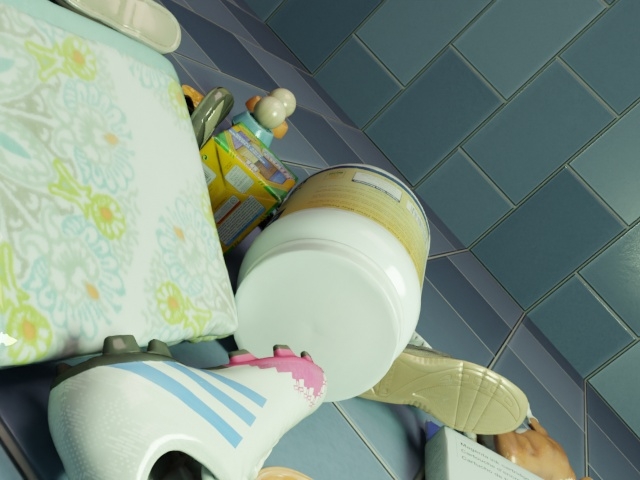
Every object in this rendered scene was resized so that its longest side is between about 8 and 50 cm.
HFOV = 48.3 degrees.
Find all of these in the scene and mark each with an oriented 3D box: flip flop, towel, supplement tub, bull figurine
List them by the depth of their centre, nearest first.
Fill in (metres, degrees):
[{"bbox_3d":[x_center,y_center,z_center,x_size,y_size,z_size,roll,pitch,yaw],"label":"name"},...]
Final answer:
[{"bbox_3d":[-0.221,-0.051,0.654,0.374,0.090,0.320,6,70,-66],"label":"towel"},{"bbox_3d":[0.022,0.043,0.936,0.228,0.228,0.316,45,23,-7],"label":"supplement tub"},{"bbox_3d":[-0.196,-0.150,0.949,0.080,0.112,0.277,41,-15,-20],"label":"flip flop"},{"bbox_3d":[0.362,0.375,1.267,0.310,0.101,0.188,31,20,-46],"label":"bull figurine"}]

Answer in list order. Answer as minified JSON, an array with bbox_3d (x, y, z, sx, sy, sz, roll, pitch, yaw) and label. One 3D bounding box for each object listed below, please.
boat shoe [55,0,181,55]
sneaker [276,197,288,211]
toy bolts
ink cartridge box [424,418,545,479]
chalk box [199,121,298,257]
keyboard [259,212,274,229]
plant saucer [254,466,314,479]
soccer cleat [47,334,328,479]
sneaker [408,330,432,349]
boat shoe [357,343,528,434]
[{"bbox_3d":[-0.405,-0.429,1.275,0.324,0.097,0.116,27,65,-42],"label":"boat shoe"},{"bbox_3d":[-0.072,-0.063,1.232,0.069,0.038,0.098,33,-1,-23],"label":"sneaker"},{"bbox_3d":[-0.149,-0.247,1.366,0.218,0.158,0.228,39,17,-24],"label":"toy bolts"},{"bbox_3d":[0.294,0.384,0.962,0.324,0.071,0.330,29,21,-2],"label":"ink cartridge box"},{"bbox_3d":[-0.128,-0.083,1.069,0.132,0.132,0.213,45,17,-5],"label":"chalk box"},{"bbox_3d":[-0.068,-0.023,1.253,0.192,0.038,0.100,48,16,10],"label":"keyboard"},{"bbox_3d":[-0.008,0.295,0.627,0.200,0.037,0.200,41,17,-15],"label":"plant saucer"},{"bbox_3d":[-0.092,0.170,0.622,0.331,0.116,0.143,17,49,-57],"label":"soccer cleat"},{"bbox_3d":[0.146,0.183,1.211,0.232,0.090,0.115,56,15,29],"label":"sneaker"},{"bbox_3d":[0.157,0.201,1.036,0.285,0.102,0.092,14,11,-3],"label":"boat shoe"}]
